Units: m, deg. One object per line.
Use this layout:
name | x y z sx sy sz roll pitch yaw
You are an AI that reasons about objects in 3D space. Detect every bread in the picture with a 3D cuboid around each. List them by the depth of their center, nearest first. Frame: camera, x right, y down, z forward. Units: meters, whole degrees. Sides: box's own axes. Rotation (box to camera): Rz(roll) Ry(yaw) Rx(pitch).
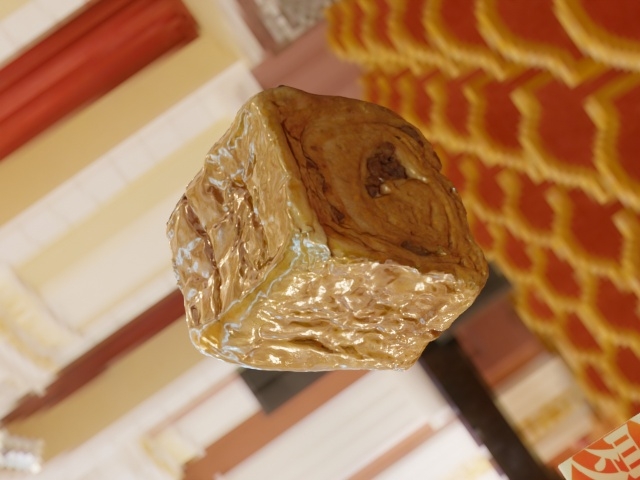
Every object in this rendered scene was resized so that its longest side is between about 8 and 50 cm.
bread | 0.000 0.000 1.221 0.158 0.143 0.149 10 -134 -27

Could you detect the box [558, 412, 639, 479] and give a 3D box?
box | 0.179 0.146 1.061 0.093 0.058 0.015 59 -175 34
